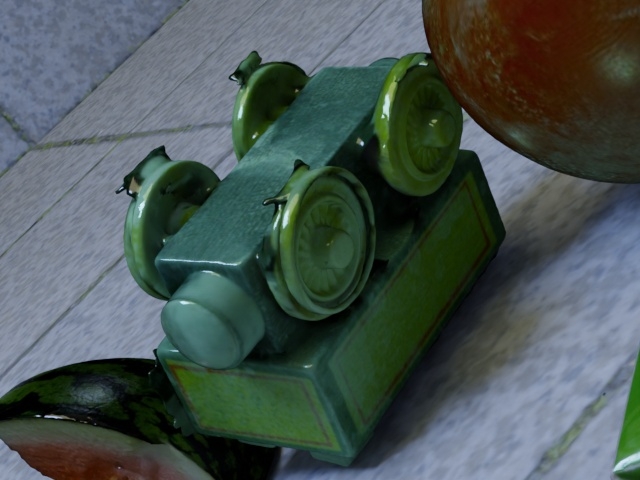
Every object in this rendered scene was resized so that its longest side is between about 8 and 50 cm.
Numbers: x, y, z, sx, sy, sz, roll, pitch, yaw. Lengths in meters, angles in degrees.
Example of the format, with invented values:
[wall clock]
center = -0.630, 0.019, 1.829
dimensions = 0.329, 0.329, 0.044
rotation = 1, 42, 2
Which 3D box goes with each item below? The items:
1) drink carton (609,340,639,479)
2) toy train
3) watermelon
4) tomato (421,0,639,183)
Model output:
[drink carton]
center = 0.250, 0.030, 0.649
dimensions = 0.271, 0.108, 0.161
rotation = -31, 17, 32
[toy train]
center = 0.000, 0.000, 1.103
dimensions = 0.159, 0.188, 0.271
rotation = 4, 40, 36
[watermelon]
center = -0.128, 0.121, 1.185
dimensions = 0.137, 0.145, 0.193
rotation = -46, 17, 0
[tomato]
center = 0.199, -0.147, 1.017
dimensions = 0.270, 0.222, 0.270
rotation = -44, -2, -2
